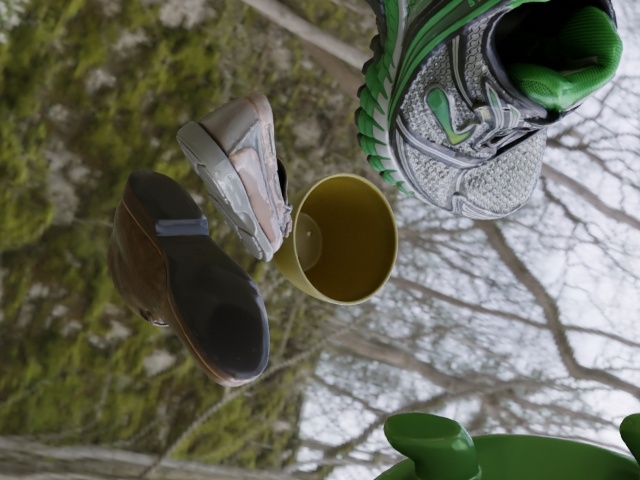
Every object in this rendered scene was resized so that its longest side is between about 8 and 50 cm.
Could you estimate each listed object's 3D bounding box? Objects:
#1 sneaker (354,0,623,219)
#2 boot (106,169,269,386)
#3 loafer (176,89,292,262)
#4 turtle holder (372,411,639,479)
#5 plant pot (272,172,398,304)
[{"bbox_3d":[0.104,-0.100,0.750,0.134,0.343,0.146,-44,-116,-11],"label":"sneaker"},{"bbox_3d":[-0.152,0.062,1.342,0.115,0.112,0.305,-57,-133,28],"label":"boot"},{"bbox_3d":[-0.028,-0.026,0.535,0.039,0.125,0.045,-40,-108,-7],"label":"loafer"},{"bbox_3d":[0.156,0.244,0.722,0.243,0.320,0.227,-118,-156,-46],"label":"turtle holder"},{"bbox_3d":[0.000,0.000,1.269,0.095,0.134,0.134,-4,-109,54],"label":"plant pot"}]
